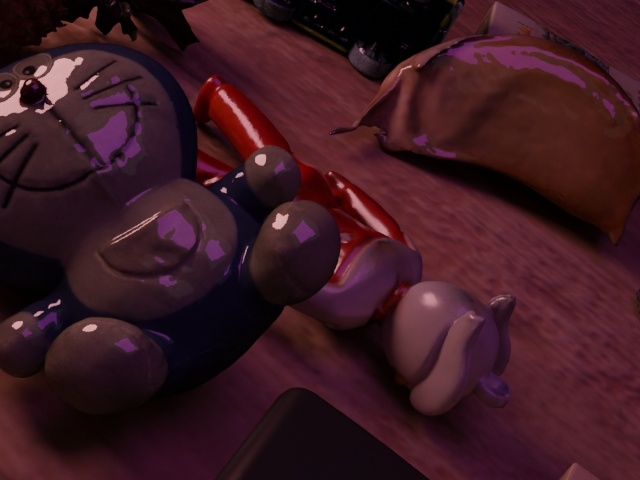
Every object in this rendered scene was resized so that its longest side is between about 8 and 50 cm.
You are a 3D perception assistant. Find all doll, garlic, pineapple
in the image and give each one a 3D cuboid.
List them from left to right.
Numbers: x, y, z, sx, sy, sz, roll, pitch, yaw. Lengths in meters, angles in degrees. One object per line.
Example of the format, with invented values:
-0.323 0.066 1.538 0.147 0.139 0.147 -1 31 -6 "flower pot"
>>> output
-0.215 -0.220 0.999 0.130 0.119 0.277 -1 9 41 "pineapple"
-0.135 -0.019 0.746 0.228 0.154 0.258 -35 78 -15 "doll"
0.000 0.000 0.900 0.384 0.099 0.188 39 35 23 "doll"
0.182 -0.129 1.167 0.338 0.151 0.196 20 48 -13 "garlic"

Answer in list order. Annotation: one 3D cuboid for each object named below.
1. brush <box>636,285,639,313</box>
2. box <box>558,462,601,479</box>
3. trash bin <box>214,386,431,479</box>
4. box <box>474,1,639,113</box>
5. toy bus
0.349 0.118 1.074 0.070 0.021 0.196 15 37 -19 "brush"
0.198 0.268 0.698 0.212 0.095 0.168 36 33 9 "box"
-0.050 0.205 0.530 0.115 0.165 0.225 36 36 6 "trash bin"
0.296 -0.170 1.360 0.256 0.069 0.164 28 34 -5 "box"
0.023 -0.294 1.258 0.262 0.128 0.150 30 33 -5 "toy bus"
